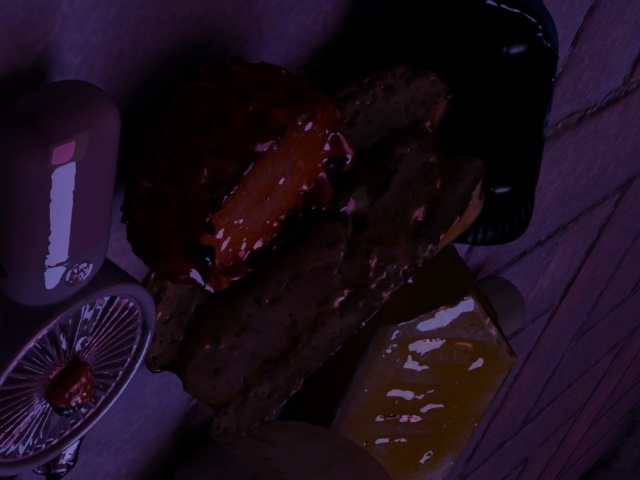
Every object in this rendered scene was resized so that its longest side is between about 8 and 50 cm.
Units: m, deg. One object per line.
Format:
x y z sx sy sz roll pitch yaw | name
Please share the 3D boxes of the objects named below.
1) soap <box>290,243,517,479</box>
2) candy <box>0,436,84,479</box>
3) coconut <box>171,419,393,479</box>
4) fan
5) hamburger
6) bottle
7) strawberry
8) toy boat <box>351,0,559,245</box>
0.084 0.120 1.210 0.160 0.080 0.257 4 129 -26 | soap
-0.228 0.167 0.773 0.226 0.051 0.094 -36 165 -31 | candy
-0.044 0.275 1.107 0.241 0.241 0.241 -43 158 -22 | coconut
-0.140 0.023 0.675 0.130 0.074 0.244 -33 151 -38 | fan
0.000 0.000 0.864 0.262 0.124 0.131 -44 176 12 | hamburger
0.141 0.091 1.377 0.201 0.072 0.072 -19 142 -55 | bottle
-0.050 -0.040 0.733 0.145 0.086 0.145 -48 157 -29 | strawberry
0.094 -0.105 0.934 0.299 0.134 0.092 85 10 -59 | toy boat
